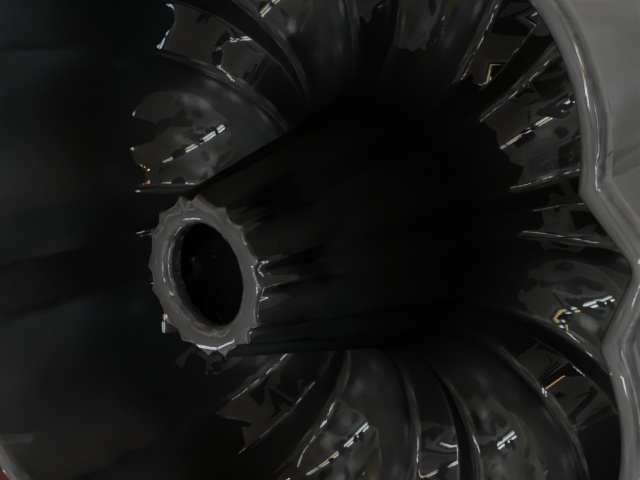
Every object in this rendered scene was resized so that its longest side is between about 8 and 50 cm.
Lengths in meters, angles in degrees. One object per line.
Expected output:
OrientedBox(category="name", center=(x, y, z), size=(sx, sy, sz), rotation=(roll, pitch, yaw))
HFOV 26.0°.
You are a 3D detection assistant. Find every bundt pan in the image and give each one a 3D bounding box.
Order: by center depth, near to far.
OrientedBox(category="bundt pan", center=(0.000, 0.000, 0.498), size=(0.331, 0.124, 0.331), rotation=(13, 110, 39))
